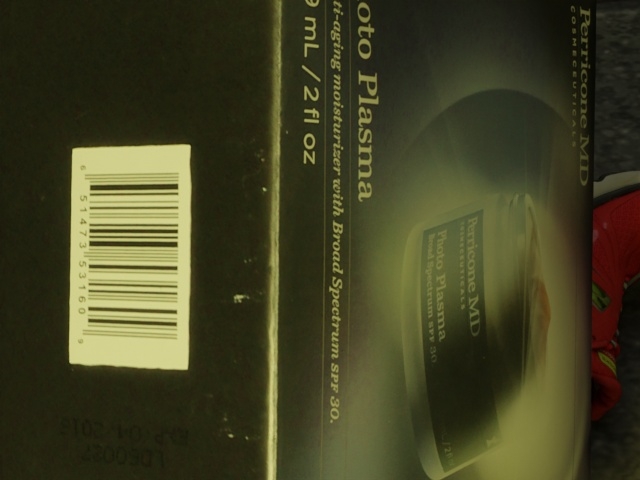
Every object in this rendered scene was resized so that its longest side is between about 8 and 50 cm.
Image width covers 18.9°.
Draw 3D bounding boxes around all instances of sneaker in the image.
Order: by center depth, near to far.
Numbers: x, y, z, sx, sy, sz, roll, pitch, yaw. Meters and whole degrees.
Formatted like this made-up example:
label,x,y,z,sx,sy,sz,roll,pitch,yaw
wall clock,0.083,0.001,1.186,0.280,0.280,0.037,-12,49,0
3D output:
label,x,y,z,sx,sy,sz,roll,pitch,yaw
sneaker,0.152,0.057,1.203,0.279,0.107,0.118,-34,58,-28

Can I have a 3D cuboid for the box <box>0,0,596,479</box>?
label,x,y,z,sx,sy,sz,roll,pitch,yaw
box,0.000,0.000,0.976,0.182,0.296,0.294,1,0,35
